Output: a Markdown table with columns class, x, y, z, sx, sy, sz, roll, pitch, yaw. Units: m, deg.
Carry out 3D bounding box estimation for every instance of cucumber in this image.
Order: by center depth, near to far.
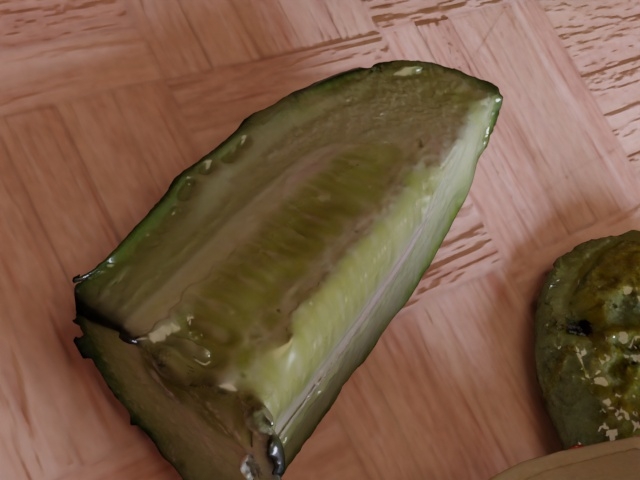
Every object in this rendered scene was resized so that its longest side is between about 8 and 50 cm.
| class | x | y | z | sx | sy | sz | roll | pitch | yaw |
| --- | --- | --- | --- | --- | --- | --- | --- | --- | --- |
| cucumber | -0.002 | 0.000 | 0.638 | 0.145 | 0.105 | 0.325 | 28 | 49 | 14 |

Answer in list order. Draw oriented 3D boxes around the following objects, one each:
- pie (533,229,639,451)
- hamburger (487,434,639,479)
| class | x | y | z | sx | sy | sz | roll | pitch | yaw |
| --- | --- | --- | --- | --- | --- | --- | --- | --- | --- |
| pie | 0.274 | 0.113 | 0.774 | 0.277 | 0.078 | 0.277 | 13 | 62 | -25 |
| hamburger | 0.180 | 0.224 | 0.591 | 0.295 | 0.151 | 0.227 | -6 | 89 | -23 |
